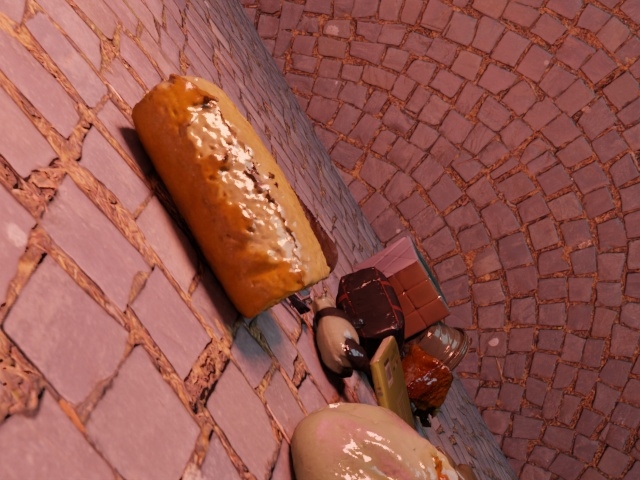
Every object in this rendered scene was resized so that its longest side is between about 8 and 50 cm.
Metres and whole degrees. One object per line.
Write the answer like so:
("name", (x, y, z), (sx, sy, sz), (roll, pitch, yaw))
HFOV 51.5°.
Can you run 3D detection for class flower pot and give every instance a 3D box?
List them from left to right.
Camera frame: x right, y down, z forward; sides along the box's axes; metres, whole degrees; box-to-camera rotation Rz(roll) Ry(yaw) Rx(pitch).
("flower pot", (0.348, 0.335, 2.114), (0.140, 0.235, 0.235), (46, 14, -15))

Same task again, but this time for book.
("book", (0.153, 0.374, 1.278), (0.239, 0.035, 0.352), (-9, 88, -78))

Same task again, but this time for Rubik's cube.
("Rubik's cube", (0.254, 0.156, 2.121), (0.224, 0.221, 0.231), (56, 11, -18))

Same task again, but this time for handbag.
("handbag", (0.118, 0.192, 1.567), (0.215, 0.155, 0.169), (-109, -175, -45))

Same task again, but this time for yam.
("yam", (-0.065, -0.018, 1.353), (0.279, 0.131, 0.131), (52, 12, -53))

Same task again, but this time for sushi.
("sushi", (0.271, 0.389, 1.800), (0.167, 0.179, 0.296), (35, -2, -7))

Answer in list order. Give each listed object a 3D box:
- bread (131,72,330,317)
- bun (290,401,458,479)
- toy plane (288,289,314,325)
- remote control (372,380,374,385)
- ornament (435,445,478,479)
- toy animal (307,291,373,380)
("bread", (-0.136, -0.071, 1.050), (0.375, 0.165, 0.236), (61, 6, 7))
("bun", (0.096, 0.348, 0.938), (0.293, 0.187, 0.293), (55, 10, -14))
("toy plane", (-0.067, 0.083, 1.284), (0.197, 0.053, 0.078), (53, 21, -31))
("remote control", (0.143, 0.321, 1.627), (0.087, 0.047, 0.244), (53, 11, -47))
("ornament", (0.380, 0.659, 1.779), (0.245, 0.061, 0.230), (64, 13, 16))
("toy animal", (0.035, 0.195, 1.357), (0.121, 0.094, 0.225), (41, 20, -35))
